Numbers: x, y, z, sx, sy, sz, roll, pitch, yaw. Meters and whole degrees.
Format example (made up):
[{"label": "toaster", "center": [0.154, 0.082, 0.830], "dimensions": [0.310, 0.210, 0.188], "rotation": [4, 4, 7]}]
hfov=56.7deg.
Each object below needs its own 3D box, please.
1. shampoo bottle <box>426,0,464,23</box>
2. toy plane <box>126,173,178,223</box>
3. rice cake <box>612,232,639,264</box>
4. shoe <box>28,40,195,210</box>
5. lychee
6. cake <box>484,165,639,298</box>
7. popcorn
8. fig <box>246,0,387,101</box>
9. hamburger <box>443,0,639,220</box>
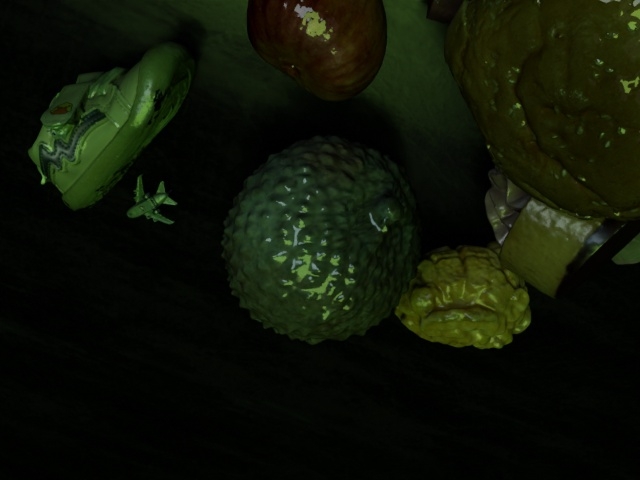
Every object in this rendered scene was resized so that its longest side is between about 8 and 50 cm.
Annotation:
[{"label": "shampoo bottle", "center": [0.237, -0.249, 0.658], "dimensions": [0.236, 0.068, 0.067], "rotation": [13, 125, -3]}, {"label": "toy plane", "center": [-0.243, -0.050, 0.837], "dimensions": [0.083, 0.033, 0.080], "rotation": [-25, 109, 19]}, {"label": "rice cake", "center": [0.536, -0.070, 0.721], "dimensions": [0.399, 0.064, 0.070], "rotation": [-29, 114, 36]}, {"label": "shoe", "center": [-0.258, -0.137, 0.712], "dimensions": [0.128, 0.140, 0.262], "rotation": [31, 124, -24]}, {"label": "lychee", "center": [0.000, 0.000, 0.742], "dimensions": [0.255, 0.255, 0.274], "rotation": [40, 151, -22]}, {"label": "cake", "center": [0.298, -0.048, 0.745], "dimensions": [0.208, 0.178, 0.185], "rotation": [-42, 155, 10]}, {"label": "popcorn", "center": [0.211, 0.082, 0.844], "dimensions": [0.194, 0.140, 0.163], "rotation": [19, 128, -12]}, {"label": "fig", "center": [-0.005, -0.251, 0.635], "dimensions": [0.149, 0.202, 0.148], "rotation": [-2, 163, -10]}, {"label": "hamburger", "center": [0.247, -0.146, 0.545], "dimensions": [0.134, 0.265, 0.285], "rotation": [-41, 105, -16]}]
